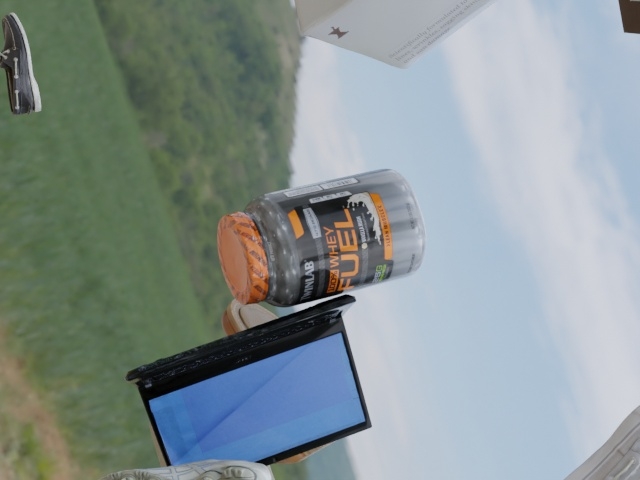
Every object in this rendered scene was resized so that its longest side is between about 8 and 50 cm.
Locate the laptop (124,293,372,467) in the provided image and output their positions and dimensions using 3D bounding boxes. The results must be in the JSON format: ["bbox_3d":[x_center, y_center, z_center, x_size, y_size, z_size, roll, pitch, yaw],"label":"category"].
[{"bbox_3d":[-0.063,0.166,1.447,0.264,0.234,0.137,117,-47,-81],"label":"laptop"}]

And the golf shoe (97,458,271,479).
[{"bbox_3d":[-0.129,0.240,1.325,0.086,0.176,0.069,-23,108,-73],"label":"golf shoe"}]

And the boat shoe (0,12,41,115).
[{"bbox_3d":[-0.377,-0.216,1.727,0.046,0.038,0.125,20,-57,63],"label":"boat shoe"}]

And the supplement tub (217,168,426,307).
[{"bbox_3d":[0.000,0.000,1.409,0.117,0.190,0.117,166,-90,-68],"label":"supplement tub"}]

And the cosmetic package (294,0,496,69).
[{"bbox_3d":[0.062,-0.393,1.395,0.156,0.217,0.385,11,58,-44],"label":"cosmetic package"}]

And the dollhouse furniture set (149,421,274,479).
[{"bbox_3d":[-0.170,0.416,2.116,0.197,0.151,0.302,17,39,-42],"label":"dollhouse furniture set"}]

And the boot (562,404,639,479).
[{"bbox_3d":[0.443,0.321,1.922,0.123,0.258,0.095,45,0,34],"label":"boot"}]

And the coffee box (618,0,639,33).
[{"bbox_3d":[0.410,-0.318,1.429,0.098,0.246,0.141,14,-53,50],"label":"coffee box"}]

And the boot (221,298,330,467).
[{"bbox_3d":[-0.115,0.220,1.987,0.283,0.220,0.109,49,27,-34],"label":"boot"}]
